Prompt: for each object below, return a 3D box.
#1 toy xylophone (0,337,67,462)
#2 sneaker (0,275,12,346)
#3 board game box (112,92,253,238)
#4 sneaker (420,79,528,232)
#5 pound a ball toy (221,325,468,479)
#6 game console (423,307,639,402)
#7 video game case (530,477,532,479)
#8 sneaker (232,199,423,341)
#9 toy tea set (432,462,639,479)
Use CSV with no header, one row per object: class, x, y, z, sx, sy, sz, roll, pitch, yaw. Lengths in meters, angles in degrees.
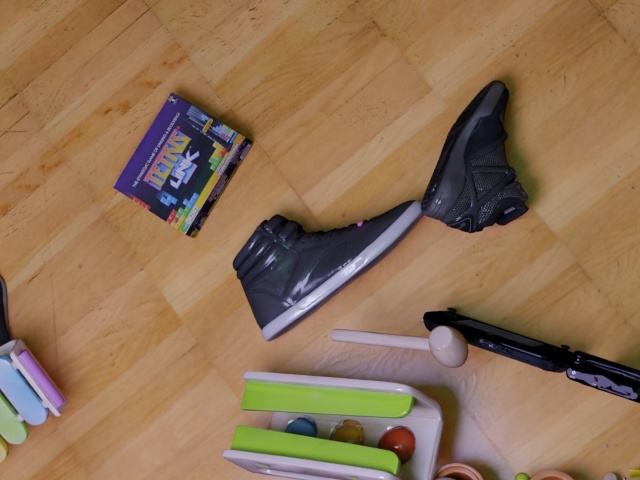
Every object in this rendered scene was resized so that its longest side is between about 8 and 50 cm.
toy xylophone,-0.523,0.228,1.666,0.323,0.081,0.236,-37,101,23
sneaker,-0.515,0.150,1.712,0.083,0.118,0.222,-15,80,11
board game box,-0.204,-0.112,1.711,0.141,0.048,0.170,31,90,14
sneaker,0.234,-0.107,1.593,0.130,0.087,0.227,28,66,-12
pound a ball toy,0.048,0.222,1.528,0.319,0.136,0.208,-1,65,35
game console,0.299,0.149,1.480,0.361,0.213,0.044,17,87,26
video game case,0.229,0.441,1.543,0.183,0.023,0.201,-19,78,10
sneaker,0.000,0.000,1.616,0.296,0.104,0.147,-37,81,10
toy tea set,0.292,0.365,1.442,0.336,0.124,0.200,3,60,5
